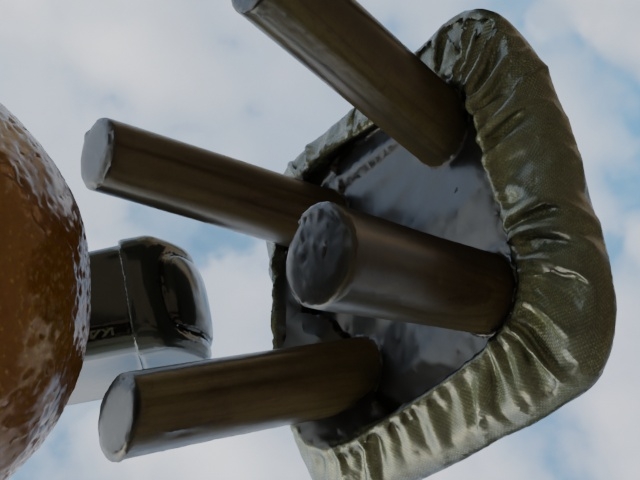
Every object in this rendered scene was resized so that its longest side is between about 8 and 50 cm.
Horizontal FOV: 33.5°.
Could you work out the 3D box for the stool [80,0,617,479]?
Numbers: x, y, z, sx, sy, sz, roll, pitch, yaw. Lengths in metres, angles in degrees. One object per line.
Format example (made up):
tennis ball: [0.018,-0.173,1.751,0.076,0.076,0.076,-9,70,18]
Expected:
stool: [0.000,0.000,0.733,0.226,0.310,0.310,12,-128,-36]

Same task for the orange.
orange: [-0.244,0.021,0.547,0.264,0.264,0.264,9,-112,-22]

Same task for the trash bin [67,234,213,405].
trash bin: [-0.209,0.078,0.890,0.236,0.176,0.101,-10,-108,-10]
